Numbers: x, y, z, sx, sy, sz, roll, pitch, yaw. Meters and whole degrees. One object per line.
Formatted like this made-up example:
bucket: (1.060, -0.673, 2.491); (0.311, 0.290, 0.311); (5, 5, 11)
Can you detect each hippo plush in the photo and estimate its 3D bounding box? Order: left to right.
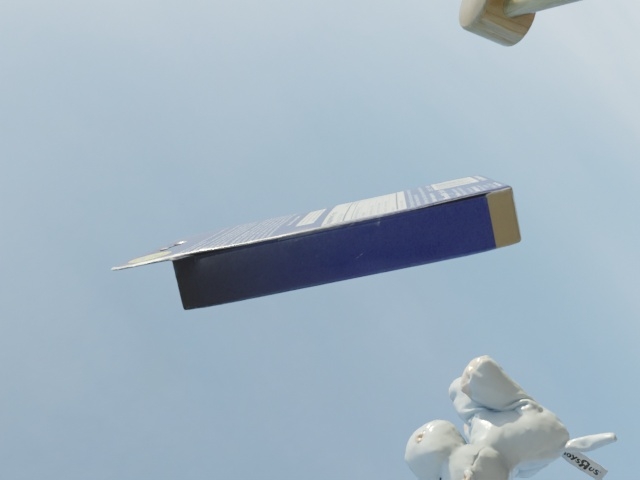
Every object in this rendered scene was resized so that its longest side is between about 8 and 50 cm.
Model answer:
hippo plush: (0.277, 0.370, 1.183); (0.236, 0.294, 0.234); (-35, -41, -25)

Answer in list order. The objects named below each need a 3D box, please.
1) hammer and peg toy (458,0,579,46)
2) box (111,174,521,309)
hammer and peg toy: (0.284, -0.336, 0.641); (0.127, 0.266, 0.361); (15, -75, -27)
box: (0.000, 0.000, 0.449); (0.136, 0.225, 0.036); (-52, -49, -80)
